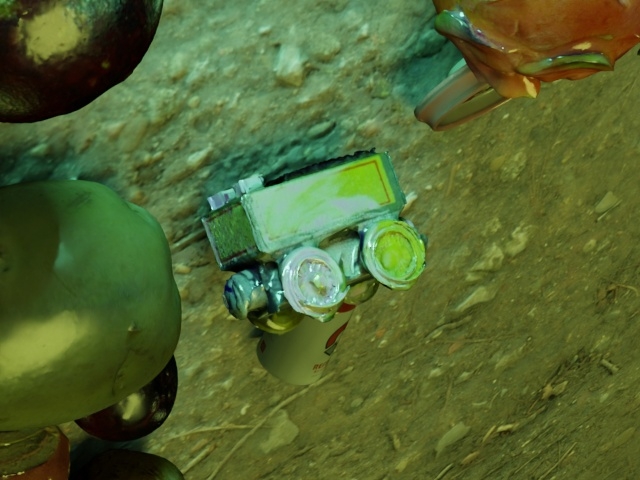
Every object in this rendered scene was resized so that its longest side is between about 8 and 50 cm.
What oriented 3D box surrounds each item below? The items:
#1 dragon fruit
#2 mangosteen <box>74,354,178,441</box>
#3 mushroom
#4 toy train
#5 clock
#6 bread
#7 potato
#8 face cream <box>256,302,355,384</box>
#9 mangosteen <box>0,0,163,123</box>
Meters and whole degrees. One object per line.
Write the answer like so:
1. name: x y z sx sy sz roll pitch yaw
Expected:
1. dragon fruit: 0.234 -0.277 1.301 0.291 0.290 0.189 -30 148 -16
2. mangosteen: -0.241 0.161 1.469 0.152 0.152 0.152 -26 144 -21
3. mushroom: -0.286 0.358 1.628 0.231 0.194 0.138 -45 115 -34
4. toy train: 0.000 0.000 1.453 0.261 0.177 0.134 -18 178 -32
5. clock: 0.217 -0.207 1.497 0.244 0.056 0.244 -28 174 -3
6. bread: -0.357 0.281 1.544 0.119 0.067 0.192 -36 147 -7
7. potato: -0.280 0.063 1.227 0.326 0.221 0.243 -3 141 -39
8. face cream: -0.003 0.079 1.638 0.096 0.096 0.214 -7 134 -40
9. mangosteen: -0.226 -0.184 0.999 0.231 0.231 0.289 -35 155 -9
